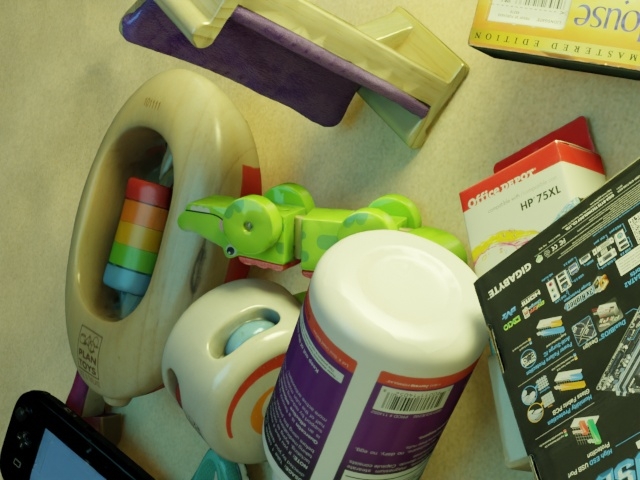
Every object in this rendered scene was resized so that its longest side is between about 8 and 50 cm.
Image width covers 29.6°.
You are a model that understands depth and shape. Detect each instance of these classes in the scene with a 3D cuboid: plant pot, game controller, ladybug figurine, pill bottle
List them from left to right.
[{"bbox_3d":[-0.331,0.346,1.686,0.319,0.067,0.166,32,104,30],"label":"game controller"},{"bbox_3d":[-0.200,0.003,1.602,0.305,0.162,0.449,23,98,47],"label":"ladybug figurine"},{"bbox_3d":[0.045,0.157,1.249,0.181,0.181,0.323,59,144,37],"label":"pill bottle"},{"bbox_3d":[0.234,0.157,1.146,0.096,0.109,0.109,-20,66,30],"label":"plant pot"}]

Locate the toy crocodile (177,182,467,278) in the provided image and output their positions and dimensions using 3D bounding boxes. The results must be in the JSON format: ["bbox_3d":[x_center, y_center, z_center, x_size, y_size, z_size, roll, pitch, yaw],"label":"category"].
[{"bbox_3d":[0.000,0.000,1.368,0.340,0.115,0.105,8,105,19],"label":"toy crocodile"}]

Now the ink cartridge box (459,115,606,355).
[{"bbox_3d":[0.221,-0.006,1.209,0.134,0.078,0.231,-30,60,40],"label":"ink cartridge box"}]

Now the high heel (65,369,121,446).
[{"bbox_3d":[-0.341,0.184,1.778,0.117,0.082,0.244,-1,92,38],"label":"high heel"}]

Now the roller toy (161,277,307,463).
[{"bbox_3d":[-0.076,0.157,1.409,0.146,0.191,0.209,43,113,44],"label":"roller toy"}]

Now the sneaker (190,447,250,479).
[{"bbox_3d":[-0.173,0.377,1.526,0.107,0.110,0.275,43,112,44],"label":"sneaker"}]

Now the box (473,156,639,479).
[{"bbox_3d":[0.283,0.080,0.984,0.295,0.073,0.293,-40,46,30],"label":"box"}]

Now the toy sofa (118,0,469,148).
[{"bbox_3d":[-0.025,-0.209,1.315,0.177,0.362,0.150,-54,47,15],"label":"toy sofa"}]

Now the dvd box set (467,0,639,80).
[{"bbox_3d":[0.330,-0.362,1.151,0.307,0.062,0.420,15,93,38],"label":"dvd box set"}]
